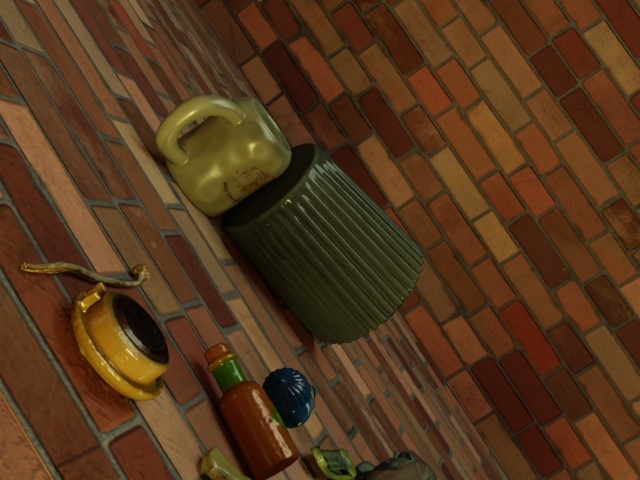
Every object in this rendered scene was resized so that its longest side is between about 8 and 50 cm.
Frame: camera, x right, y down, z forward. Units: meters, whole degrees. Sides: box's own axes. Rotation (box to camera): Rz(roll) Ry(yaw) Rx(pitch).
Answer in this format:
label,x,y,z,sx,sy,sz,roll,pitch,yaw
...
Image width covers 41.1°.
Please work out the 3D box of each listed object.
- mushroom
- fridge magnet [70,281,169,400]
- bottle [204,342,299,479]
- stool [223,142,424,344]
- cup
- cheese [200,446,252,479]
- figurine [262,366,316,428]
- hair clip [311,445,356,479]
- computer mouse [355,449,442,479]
label,x,y,z,sx,sy,sz,roll,pitch,yaw
mushroom,-0.272,0.041,1.029,0.028,0.026,0.286,42,8,12
fridge magnet,-0.216,0.110,0.932,0.143,0.063,0.143,52,8,-10
bottle,-0.099,0.221,1.131,0.187,0.069,0.069,58,9,18
stool,0.000,0.000,1.751,0.330,0.297,0.297,48,12,-24
cup,-0.197,-0.192,1.640,0.255,0.202,0.173,49,12,-33
cheese,-0.108,0.277,1.005,0.083,0.030,0.044,44,20,-28
figurine,-0.040,0.243,1.344,0.086,0.087,0.149,19,-1,15
hair clip,0.018,0.357,1.365,0.060,0.033,0.188,63,9,26
computer mouse,0.181,0.471,1.567,0.199,0.115,0.389,62,12,19
